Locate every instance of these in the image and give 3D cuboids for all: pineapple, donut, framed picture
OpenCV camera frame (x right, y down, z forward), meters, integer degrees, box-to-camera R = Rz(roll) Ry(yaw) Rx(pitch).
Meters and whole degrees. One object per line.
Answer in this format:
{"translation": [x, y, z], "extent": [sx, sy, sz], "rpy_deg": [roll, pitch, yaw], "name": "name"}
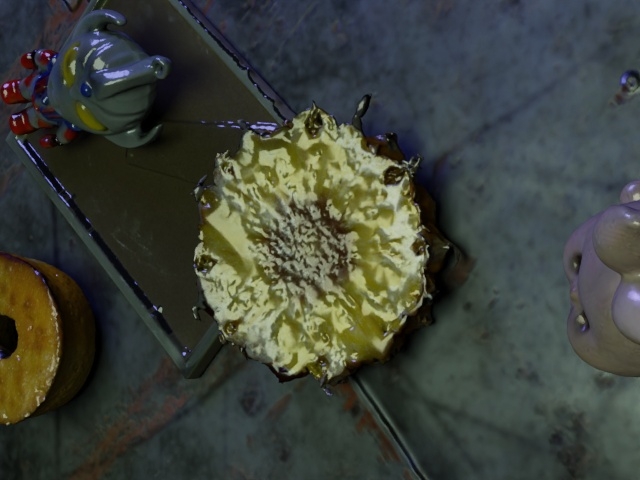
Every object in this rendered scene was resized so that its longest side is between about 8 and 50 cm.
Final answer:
{"translation": [0.000, 0.000, 1.072], "extent": [0.221, 0.047, 0.221], "rpy_deg": [3, 97, 28], "name": "pineapple"}
{"translation": [-0.246, 0.081, 1.259], "extent": [0.151, 0.058, 0.152], "rpy_deg": [-2, 86, 38], "name": "donut"}
{"translation": [-0.125, -0.067, 1.199], "extent": [0.289, 0.016, 0.213], "rpy_deg": [48, 115, 28], "name": "framed picture"}

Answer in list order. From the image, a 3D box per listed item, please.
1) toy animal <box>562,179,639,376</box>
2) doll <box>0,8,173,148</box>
{"translation": [0.177, 0.022, 0.845], "extent": [0.124, 0.212, 0.124], "rpy_deg": [-5, 81, 31], "name": "toy animal"}
{"translation": [-0.182, -0.121, 1.195], "extent": [0.194, 0.062, 0.104], "rpy_deg": [-7, 82, 43], "name": "doll"}
